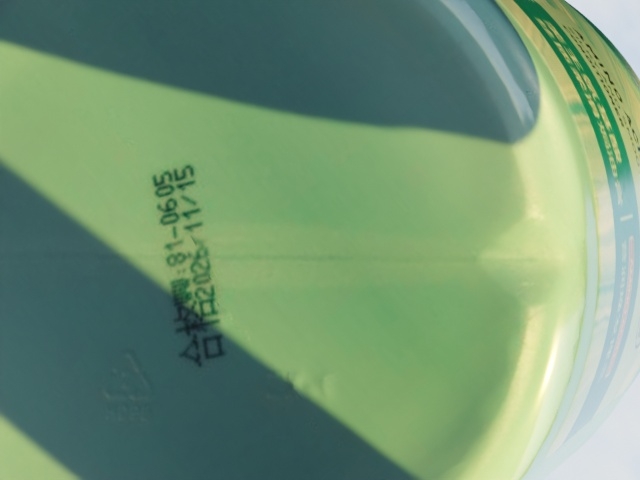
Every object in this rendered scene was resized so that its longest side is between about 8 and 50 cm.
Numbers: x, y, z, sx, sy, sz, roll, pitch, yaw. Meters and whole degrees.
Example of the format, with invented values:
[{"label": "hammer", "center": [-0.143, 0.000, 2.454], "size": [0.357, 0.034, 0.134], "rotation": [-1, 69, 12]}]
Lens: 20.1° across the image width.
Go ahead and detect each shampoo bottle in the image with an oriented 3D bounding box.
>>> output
[{"label": "shampoo bottle", "center": [0.000, 0.000, 0.919], "size": [0.331, 0.331, 0.342], "rotation": [43, 14, 11]}]
